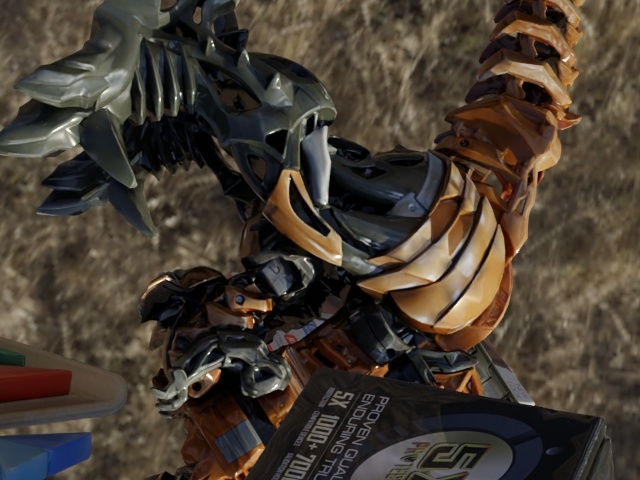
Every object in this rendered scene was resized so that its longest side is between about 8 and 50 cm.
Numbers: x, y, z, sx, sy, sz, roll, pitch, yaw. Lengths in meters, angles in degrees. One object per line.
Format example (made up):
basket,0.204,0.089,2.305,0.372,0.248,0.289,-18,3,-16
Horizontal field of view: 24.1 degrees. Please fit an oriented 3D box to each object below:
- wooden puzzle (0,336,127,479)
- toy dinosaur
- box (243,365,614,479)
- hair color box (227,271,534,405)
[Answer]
wooden puzzle,-0.092,0.032,0.345,0.116,0.078,0.014,11,102,31
toy dinosaur,0.000,0.000,0.592,0.218,0.322,0.164,36,149,3
box,0.018,0.148,0.359,0.077,0.147,0.180,8,130,26
hair color box,0.026,0.074,0.845,0.167,0.093,0.053,11,119,-33
